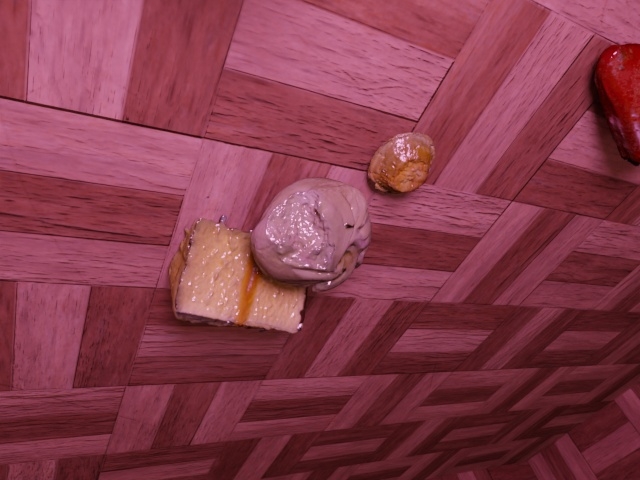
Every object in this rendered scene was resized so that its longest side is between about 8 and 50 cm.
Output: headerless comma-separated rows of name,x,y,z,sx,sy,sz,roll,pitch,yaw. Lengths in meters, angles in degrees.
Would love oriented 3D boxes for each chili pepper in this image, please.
chili pepper,0.564,-0.259,0.832,0.144,0.136,0.252,-19,138,38

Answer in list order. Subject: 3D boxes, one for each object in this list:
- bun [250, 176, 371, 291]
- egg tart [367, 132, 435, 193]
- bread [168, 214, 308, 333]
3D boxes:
bun,0.000,0.000,0.816,0.237,0.116,0.210,1,119,-40
egg tart,0.144,-0.124,0.827,0.128,0.049,0.129,-11,136,-11
bread,-0.140,0.077,0.877,0.266,0.178,0.142,17,157,-32
